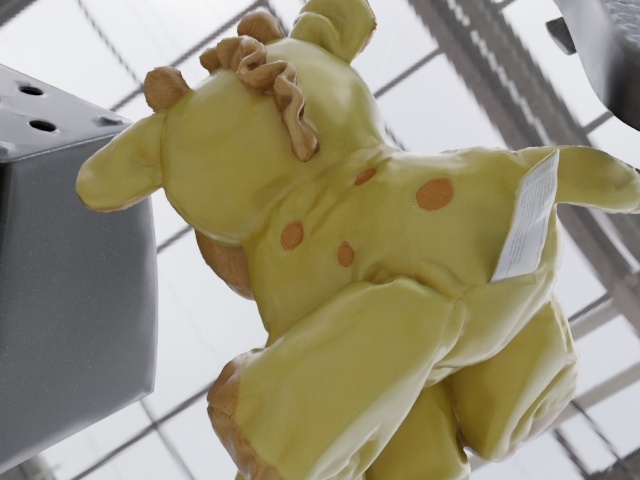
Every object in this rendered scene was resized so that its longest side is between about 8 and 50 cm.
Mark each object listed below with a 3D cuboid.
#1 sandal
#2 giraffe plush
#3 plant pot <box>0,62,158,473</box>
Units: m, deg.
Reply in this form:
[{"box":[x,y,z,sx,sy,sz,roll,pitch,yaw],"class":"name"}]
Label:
[{"box":[0.127,-0.084,0.587,0.097,0.254,0.054,13,-63,1],"class":"sandal"},{"box":[0.000,0.000,0.565,0.170,0.181,0.210,43,-46,29],"class":"giraffe plush"},{"box":[-0.196,-0.001,0.806,0.187,0.188,0.167,25,-69,21],"class":"plant pot"}]
